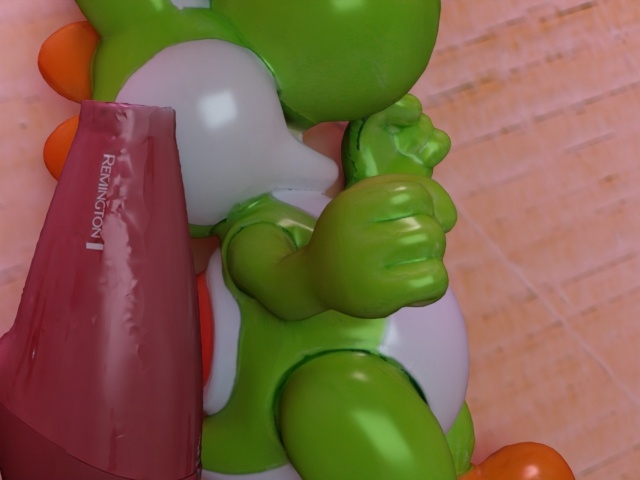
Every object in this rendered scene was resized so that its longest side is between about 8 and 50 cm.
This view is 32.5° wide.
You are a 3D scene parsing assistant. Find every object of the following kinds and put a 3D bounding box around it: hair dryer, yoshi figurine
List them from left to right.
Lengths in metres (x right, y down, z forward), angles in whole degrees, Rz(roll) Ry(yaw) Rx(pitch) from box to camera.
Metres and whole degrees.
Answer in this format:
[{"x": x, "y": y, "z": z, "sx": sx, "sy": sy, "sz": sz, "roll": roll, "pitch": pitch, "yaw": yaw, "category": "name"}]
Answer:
[{"x": -0.153, "y": 0.060, "z": 0.436, "sx": 0.293, "sy": 0.080, "sz": 0.223, "roll": -45, "pitch": 99, "yaw": 5, "category": "hair dryer"}, {"x": 0.022, "y": -0.012, "z": 0.506, "sx": 0.203, "sy": 0.203, "sz": 0.362, "roll": -27, "pitch": 88, "yaw": -36, "category": "yoshi figurine"}]
